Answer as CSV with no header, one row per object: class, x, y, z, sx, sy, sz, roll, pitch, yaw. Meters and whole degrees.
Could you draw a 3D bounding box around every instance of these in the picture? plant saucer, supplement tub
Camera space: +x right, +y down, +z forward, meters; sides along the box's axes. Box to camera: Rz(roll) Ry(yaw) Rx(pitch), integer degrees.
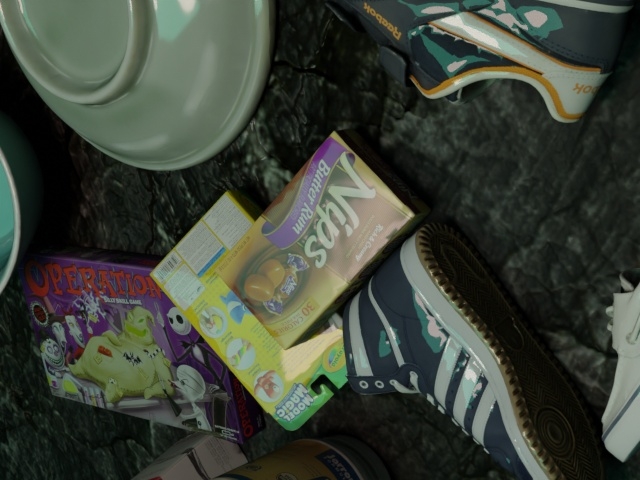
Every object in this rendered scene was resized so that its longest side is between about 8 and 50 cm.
plant saucer,-0.226,-0.251,1.062,0.400,0.100,0.401,18,121,33
supplement tub,-0.030,0.283,1.070,0.144,0.199,0.145,9,105,38

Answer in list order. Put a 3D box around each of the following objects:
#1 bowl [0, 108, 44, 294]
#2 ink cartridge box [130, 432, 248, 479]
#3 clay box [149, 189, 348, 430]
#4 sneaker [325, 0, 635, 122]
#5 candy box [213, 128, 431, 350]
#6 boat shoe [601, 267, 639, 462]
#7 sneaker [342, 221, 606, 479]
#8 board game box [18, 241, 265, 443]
bowl,-0.459,-0.059,1.265,0.311,0.163,0.312,4,106,14
ink cartridge box,-0.172,0.288,1.240,0.109,0.150,0.063,-30,94,44
clay box,-0.055,0.071,1.073,0.127,0.053,0.222,-45,79,16
sneaker,0.076,-0.182,0.823,0.321,0.126,0.128,23,118,28
candy box,0.000,0.000,0.986,0.109,0.053,0.187,48,114,12
boat shoe,0.266,0.052,0.812,0.084,0.095,0.258,34,118,28
sneaker,0.127,0.138,0.950,0.153,0.099,0.282,-40,76,39
board game box,-0.225,0.115,1.274,0.346,0.056,0.208,5,109,39
